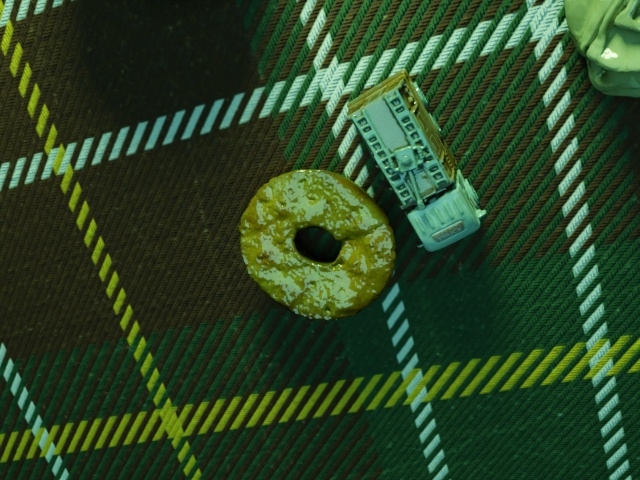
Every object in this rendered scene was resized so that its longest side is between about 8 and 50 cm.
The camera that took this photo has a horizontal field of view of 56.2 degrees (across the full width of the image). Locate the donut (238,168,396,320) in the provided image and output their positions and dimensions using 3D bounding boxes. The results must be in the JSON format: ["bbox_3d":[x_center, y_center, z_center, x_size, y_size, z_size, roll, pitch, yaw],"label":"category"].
[{"bbox_3d":[0.000,0.000,1.154,0.303,0.110,0.302,3,108,10],"label":"donut"}]

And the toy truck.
[{"bbox_3d":[0.168,-0.129,1.044,0.136,0.162,0.305,-28,103,18],"label":"toy truck"}]

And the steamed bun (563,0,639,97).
[{"bbox_3d":[0.529,-0.327,0.884,0.276,0.203,0.289,-18,107,16],"label":"steamed bun"}]
